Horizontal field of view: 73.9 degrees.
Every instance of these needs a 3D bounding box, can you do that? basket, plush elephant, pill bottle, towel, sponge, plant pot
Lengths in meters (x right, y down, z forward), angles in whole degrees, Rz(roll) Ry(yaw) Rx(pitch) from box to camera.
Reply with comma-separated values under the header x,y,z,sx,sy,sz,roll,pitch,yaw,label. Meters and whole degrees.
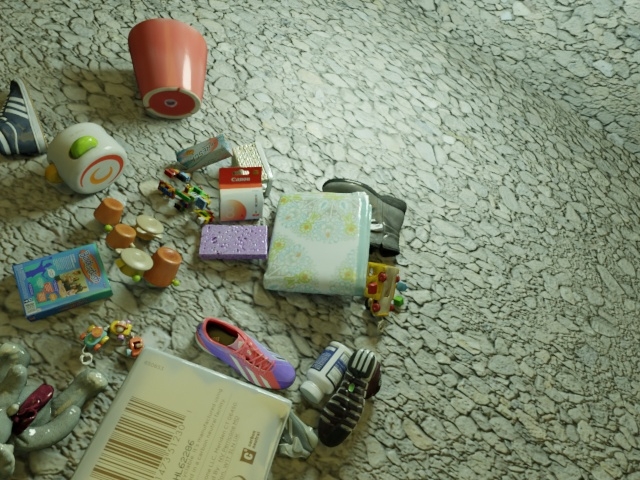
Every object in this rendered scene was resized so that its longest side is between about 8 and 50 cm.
x,y,z,sx,sy,sz,roll,pitch,yaw,label
-0.242,-0.244,1.487,0.103,0.113,0.167,-13,68,-20,basket
-0.693,0.375,0.926,0.272,0.255,0.330,28,58,-3,plush elephant
0.018,0.388,1.247,0.094,0.094,0.169,42,59,6,pill bottle
0.000,0.000,1.398,0.321,0.090,0.374,1,60,10,towel
-0.274,0.004,1.360,0.210,0.031,0.117,0,54,-4,sponge
-0.529,-0.584,1.498,0.275,0.275,0.243,-3,75,-20,plant pot

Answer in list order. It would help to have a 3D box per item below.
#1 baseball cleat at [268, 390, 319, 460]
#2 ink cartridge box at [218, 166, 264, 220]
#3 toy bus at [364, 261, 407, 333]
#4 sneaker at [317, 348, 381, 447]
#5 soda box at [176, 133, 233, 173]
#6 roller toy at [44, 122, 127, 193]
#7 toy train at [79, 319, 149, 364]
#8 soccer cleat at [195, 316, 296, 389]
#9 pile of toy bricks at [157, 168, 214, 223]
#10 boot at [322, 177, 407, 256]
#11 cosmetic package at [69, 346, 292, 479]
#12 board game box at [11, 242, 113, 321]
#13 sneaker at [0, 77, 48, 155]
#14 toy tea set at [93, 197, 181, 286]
x,y,z,sx,sy,sz,roll,pitch,yaw,label
-0.100,0.511,1.157,0.206,0.072,0.109,39,58,5,baseball cleat
-0.258,-0.151,1.396,0.146,0.179,0.045,-5,37,-21,ink cartridge box
0.186,0.168,1.412,0.104,0.190,0.202,13,46,41,toy bus
0.108,0.464,1.228,0.106,0.162,0.281,21,75,36,sneaker
-0.392,-0.292,1.440,0.183,0.063,0.058,-19,65,10,soda box
-0.709,-0.250,1.291,0.146,0.209,0.191,44,24,7,roller toy
-0.548,0.268,1.134,0.166,0.046,0.125,-1,55,-35,toy train
-0.208,0.318,1.196,0.318,0.116,0.108,31,58,0,soccer cleat
-0.420,-0.154,1.396,0.212,0.118,0.105,35,25,12,pile of toy bricks
0.148,-0.081,1.532,0.338,0.118,0.222,18,66,-3,boot
-0.296,0.476,0.922,0.328,0.393,0.329,22,59,-5,cosmetic package
-0.711,0.112,1.181,0.210,0.047,0.160,-19,70,-25,board game box
-0.972,-0.386,1.328,0.153,0.099,0.282,-20,74,-28,sneaker
-0.549,0.020,1.250,0.200,0.124,0.336,10,33,-52,toy tea set
